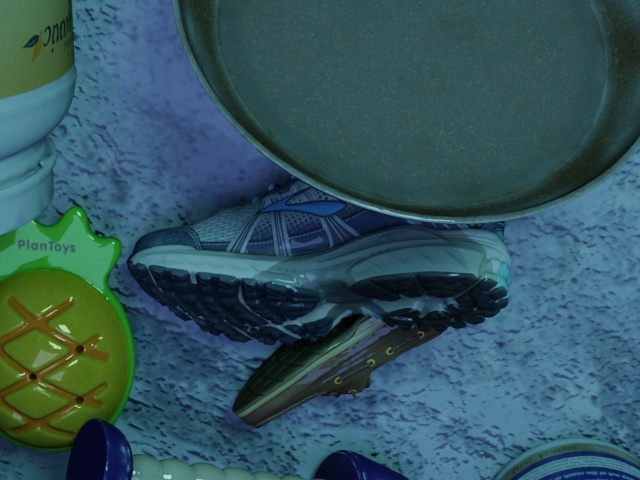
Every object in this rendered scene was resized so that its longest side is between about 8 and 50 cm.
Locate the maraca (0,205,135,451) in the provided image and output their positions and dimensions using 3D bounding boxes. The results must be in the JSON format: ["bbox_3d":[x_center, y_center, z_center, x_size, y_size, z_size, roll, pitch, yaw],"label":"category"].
[{"bbox_3d":[-0.198,0.065,0.964,0.127,0.099,0.186,2,103,-2],"label":"maraca"}]

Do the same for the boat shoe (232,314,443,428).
[{"bbox_3d":[0.015,0.092,0.998,0.178,0.064,0.060,-35,107,9],"label":"boat shoe"}]

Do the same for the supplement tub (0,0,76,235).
[{"bbox_3d":[-0.263,-0.171,0.794,0.228,0.228,0.316,1,113,-2],"label":"supplement tub"}]

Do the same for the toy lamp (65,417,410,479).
[{"bbox_3d":[-0.048,0.184,0.991,0.274,0.080,0.080,16,113,-31],"label":"toy lamp"}]

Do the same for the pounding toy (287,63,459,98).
[{"bbox_3d":[0.045,-0.116,0.889,0.141,0.130,0.100,8,124,-5],"label":"pounding toy"}]

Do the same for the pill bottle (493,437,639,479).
[{"bbox_3d":[0.207,0.271,0.968,0.153,0.265,0.153,-1,112,-1],"label":"pill bottle"}]

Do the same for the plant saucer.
[{"bbox_3d":[0.062,-0.137,0.820,0.310,0.310,0.050,8,151,-5],"label":"plant saucer"}]

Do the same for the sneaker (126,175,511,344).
[{"bbox_3d":[0.000,0.000,0.950,0.283,0.122,0.110,-2,149,19],"label":"sneaker"}]
